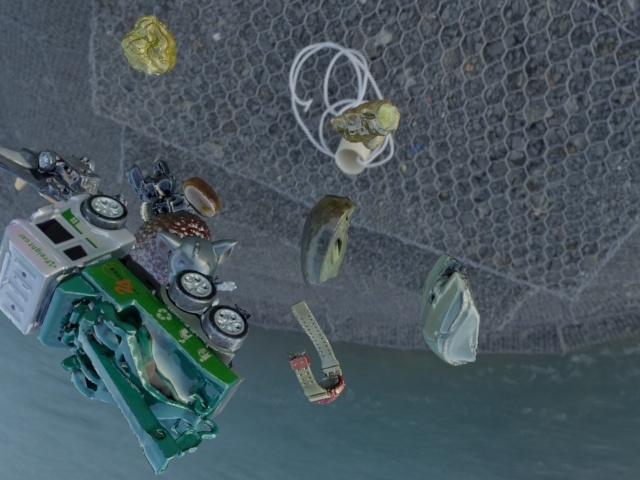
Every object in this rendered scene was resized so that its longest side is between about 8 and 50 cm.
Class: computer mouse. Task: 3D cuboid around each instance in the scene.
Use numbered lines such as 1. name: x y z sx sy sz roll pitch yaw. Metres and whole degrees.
1. computer mouse: 0.387 0.235 1.817 0.145 0.228 0.429 -10 131 -3

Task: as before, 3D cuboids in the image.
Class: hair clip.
1. hair clip: -0.563 -0.119 2.017 0.206 0.194 0.310 14 118 51

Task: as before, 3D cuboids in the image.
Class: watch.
1. watch: -0.024 0.317 1.598 0.102 0.165 0.268 -20 109 24

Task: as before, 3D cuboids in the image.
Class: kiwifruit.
1. kiwifruit: -0.319 -0.118 1.563 0.124 0.075 0.075 51 137 9

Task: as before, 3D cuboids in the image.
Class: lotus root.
1. lotus root: -0.002 0.001 1.964 0.210 0.142 0.314 13 101 41

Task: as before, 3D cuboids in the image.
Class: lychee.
1. lychee: -0.431 0.030 1.686 0.271 0.236 0.236 4 135 21

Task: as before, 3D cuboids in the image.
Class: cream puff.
1. cream puff: -0.454 -0.527 1.564 0.121 0.156 0.156 26 141 24

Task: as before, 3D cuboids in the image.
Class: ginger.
1. ginger: 0.092 -0.245 1.197 0.115 0.081 0.205 39 166 -4

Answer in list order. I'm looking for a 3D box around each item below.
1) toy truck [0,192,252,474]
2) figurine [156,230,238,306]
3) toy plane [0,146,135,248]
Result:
1. toy truck: -0.243 0.103 0.722 0.363 0.178 0.176 43 120 14
2. figurine: -0.300 0.083 1.425 0.193 0.140 0.265 6 157 -8
3. toy plane: -0.413 -0.084 1.004 0.316 0.204 0.103 27 103 28
